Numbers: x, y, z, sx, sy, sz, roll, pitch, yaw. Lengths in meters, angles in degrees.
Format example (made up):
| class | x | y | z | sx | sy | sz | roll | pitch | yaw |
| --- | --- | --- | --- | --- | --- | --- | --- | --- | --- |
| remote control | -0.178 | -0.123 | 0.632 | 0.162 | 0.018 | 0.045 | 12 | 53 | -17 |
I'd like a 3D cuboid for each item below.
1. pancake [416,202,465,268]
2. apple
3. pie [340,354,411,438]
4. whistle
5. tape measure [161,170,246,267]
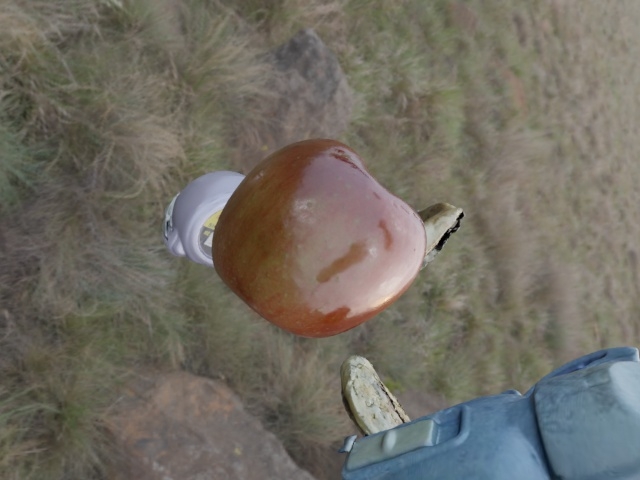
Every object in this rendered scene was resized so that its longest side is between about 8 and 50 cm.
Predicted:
| class | x | y | z | sx | sy | sz | roll | pitch | yaw |
| --- | --- | --- | --- | --- | --- | --- | --- | --- | --- |
| pancake | 0.099 | 0.042 | 1.332 | 0.071 | 0.382 | 0.382 | 55 | 33 | -4 |
| apple | 0.000 | 0.000 | 0.682 | 0.168 | 0.181 | 0.181 | -51 | 139 | 2 |
| pie | 0.150 | 0.394 | 1.583 | 0.339 | 0.077 | 0.339 | 50 | 8 | -10 |
| whistle | 0.120 | 0.124 | 0.403 | 0.093 | 0.269 | 0.180 | 62 | 23 | -13 |
| tape measure | -0.172 | -0.037 | 1.296 | 0.196 | 0.178 | 0.105 | 28 | 18 | -42 |
